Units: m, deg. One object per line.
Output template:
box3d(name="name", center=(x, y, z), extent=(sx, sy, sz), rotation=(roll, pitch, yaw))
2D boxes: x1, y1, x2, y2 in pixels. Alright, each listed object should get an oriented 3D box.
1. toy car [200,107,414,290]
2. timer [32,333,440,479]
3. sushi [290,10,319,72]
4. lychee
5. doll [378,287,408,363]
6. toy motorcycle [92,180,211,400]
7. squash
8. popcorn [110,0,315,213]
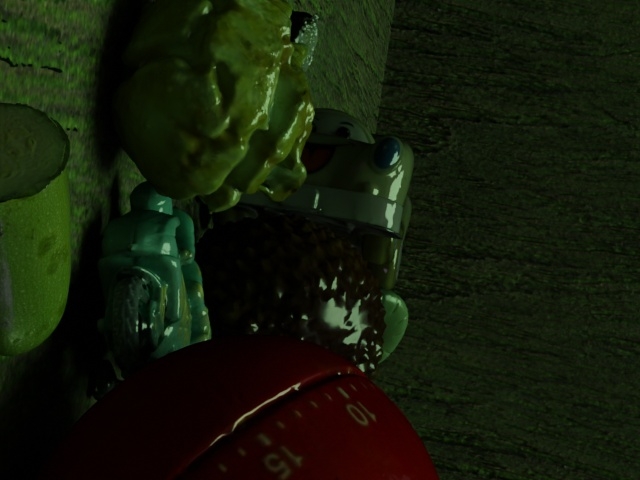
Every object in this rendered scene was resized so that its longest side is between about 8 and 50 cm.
box3d(name="toy car", center=(0.002, -0.079, 1.916), extent=(0.336, 0.242, 0.226), rotation=(74, 26, -75))
box3d(name="timer", center=(-0.084, 0.255, 1.281), extent=(0.378, 0.279, 0.378), rotation=(-42, 160, -19))
box3d(name="sushi", center=(-0.052, -0.247, 1.945), extent=(0.150, 0.078, 0.090), rotation=(-62, 165, -71))
box3d(name="lychee", center=(-0.057, 0.085, 1.704), extent=(0.267, 0.268, 0.267), rotation=(8, 90, -83))
box3d(name="doll", center=(-0.030, 0.169, 1.966), extent=(0.216, 0.284, 0.268), rotation=(63, -38, 38))
box3d(name="toy motorcycle", center=(-0.160, 0.052, 1.436), extent=(0.296, 0.109, 0.198), rotation=(78, 11, -72))
box3d(name="squash", center=(-0.208, 0.004, 1.026), extent=(0.188, 0.095, 0.095), rotation=(95, 8, -48))
box3d(name="popcorn", center=(-0.094, -0.137, 1.391), extent=(0.221, 0.184, 0.204), rotation=(-93, -165, -45))
